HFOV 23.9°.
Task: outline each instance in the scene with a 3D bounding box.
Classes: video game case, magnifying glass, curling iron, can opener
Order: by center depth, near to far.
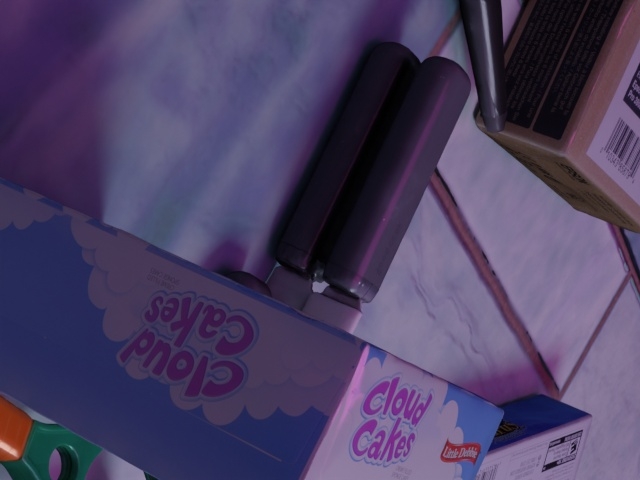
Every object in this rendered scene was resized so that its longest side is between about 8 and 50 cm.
[{"bbox_3d":[-0.148,0.117,0.809,0.231,0.026,0.092,48,48,-45],"label":"magnifying glass"},{"bbox_3d":[0.000,0.000,0.948,0.095,0.076,0.283,34,79,-58],"label":"can opener"},{"bbox_3d":[0.095,-0.179,1.014,0.068,0.035,0.274,-45,141,-24],"label":"curling iron"},{"bbox_3d":[0.123,0.272,1.313,0.269,0.061,0.244,-6,113,-54],"label":"video game case"}]

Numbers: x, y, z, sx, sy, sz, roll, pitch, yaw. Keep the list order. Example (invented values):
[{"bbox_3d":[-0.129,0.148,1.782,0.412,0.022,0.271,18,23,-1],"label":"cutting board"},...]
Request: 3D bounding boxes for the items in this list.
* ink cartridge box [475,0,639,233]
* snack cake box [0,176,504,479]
[{"bbox_3d":[0.236,-0.129,1.206,0.235,0.088,0.193,28,87,-57],"label":"ink cartridge box"},{"bbox_3d":[-0.068,0.055,0.702,0.152,0.264,0.089,34,80,-58],"label":"snack cake box"}]
